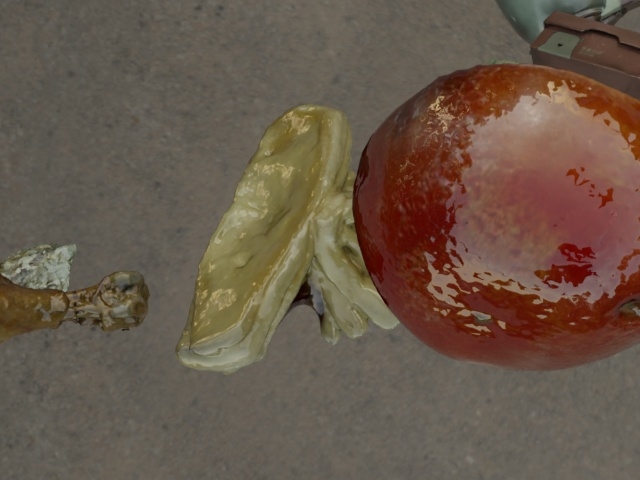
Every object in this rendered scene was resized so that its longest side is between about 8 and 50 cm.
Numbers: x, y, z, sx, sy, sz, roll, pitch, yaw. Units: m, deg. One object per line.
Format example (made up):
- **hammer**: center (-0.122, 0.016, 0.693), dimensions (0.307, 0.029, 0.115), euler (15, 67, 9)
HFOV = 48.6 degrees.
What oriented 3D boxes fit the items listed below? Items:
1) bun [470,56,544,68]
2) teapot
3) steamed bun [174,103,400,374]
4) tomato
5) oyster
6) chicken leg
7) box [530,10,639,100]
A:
- **bun**: center (0.223, -0.079, 0.891), dimensions (0.283, 0.179, 0.283), euler (17, 125, 26)
- **teapot**: center (0.487, -0.524, 1.372), dimensions (0.315, 0.233, 0.312), euler (-27, 78, 38)
- **steamed bun**: center (0.000, 0.000, 0.955), dimensions (0.247, 0.428, 0.189), euler (-15, 135, 38)
- **tomato**: center (0.163, 0.017, 0.611), dimensions (0.338, 0.143, 0.338), euler (16, 146, 11)
- **oyster**: center (-0.333, 0.051, 0.819), dimensions (0.098, 0.037, 0.100), euler (0, 76, -12)
- **chicken leg**: center (-0.274, 0.061, 0.621), dimensions (0.107, 0.252, 0.087), euler (146, 120, -60)
- **box**: center (0.477, -0.262, 1.211), dimensions (0.215, 0.215, 0.086), euler (33, 75, 37)
